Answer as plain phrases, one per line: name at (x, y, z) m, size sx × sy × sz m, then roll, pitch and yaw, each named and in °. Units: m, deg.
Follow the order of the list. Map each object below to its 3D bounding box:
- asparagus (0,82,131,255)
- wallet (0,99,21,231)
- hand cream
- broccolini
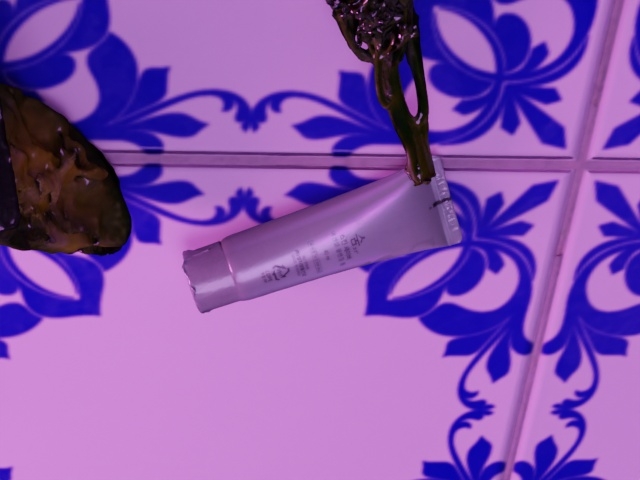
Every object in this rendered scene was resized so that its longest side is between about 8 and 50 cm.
asparagus at (-0.293, -0.069, 1.061) m, size 0.382 × 0.108 × 0.128 m, roll 13°, pitch 129°, yaw -20°
wallet at (-0.264, -0.116, 0.996) m, size 0.124 × 0.025 × 0.244 m, roll -11°, pitch 100°, yaw -20°
hand cream at (0.000, 0.000, 1.195) m, size 0.205 × 0.050 × 0.078 m, roll -18°, pitch 118°, yaw 0°
broccolini at (0.057, -0.110, 1.100) m, size 0.074 × 0.058 × 0.201 m, roll -15°, pitch 122°, yaw 8°
